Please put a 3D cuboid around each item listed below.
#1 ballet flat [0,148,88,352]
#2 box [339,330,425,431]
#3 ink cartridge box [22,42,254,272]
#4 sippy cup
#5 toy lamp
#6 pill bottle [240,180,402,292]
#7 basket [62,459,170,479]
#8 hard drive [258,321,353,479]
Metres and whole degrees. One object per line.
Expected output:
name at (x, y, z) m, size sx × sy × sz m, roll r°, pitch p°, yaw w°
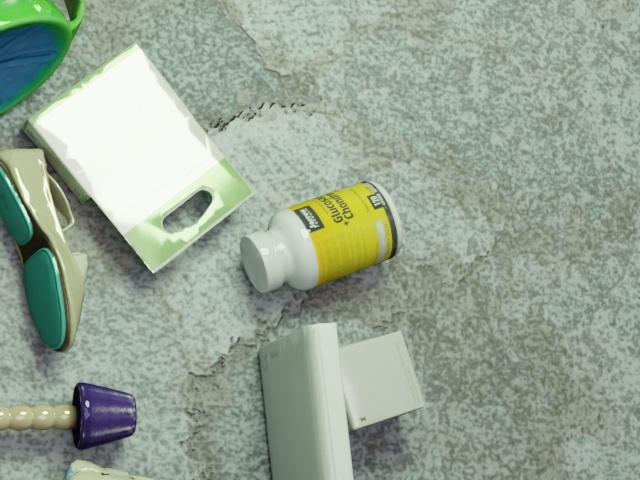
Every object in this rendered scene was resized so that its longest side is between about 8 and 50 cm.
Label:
ballet flat at (-0.312, 0.005, 1.783) m, size 0.086 × 0.086 × 0.248 m, roll -18°, pitch 84°, yaw -22°
box at (0.054, 0.173, 1.863) m, size 0.102 × 0.087 × 0.101 m, roll -15°, pitch 84°, yaw -21°
ink cartridge box at (-0.218, -0.096, 1.846) m, size 0.171 × 0.056 × 0.235 m, roll -40°, pitch 95°, yaw -22°
sippy cup at (-0.435, -0.265, 1.729) m, size 0.240 × 0.305 × 0.224 m, roll -38°, pitch 79°, yaw 19°
toy lamp at (-0.345, 0.197, 1.726) m, size 0.274 × 0.080 × 0.080 m, roll 3°, pitch 77°, yaw -18°
pill bottle at (0.000, 0.000, 1.874) m, size 0.184 × 0.103 × 0.103 m, roll -20°, pitch 85°, yaw -22°
basket at (-0.226, 0.401, 1.671) m, size 0.255 × 0.201 × 0.289 m, roll 11°, pitch 109°, yaw -16°
hard drive at (-0.012, 0.261, 1.758) m, size 0.040 × 0.203 × 0.307 m, roll -3°, pitch 79°, yaw -20°
